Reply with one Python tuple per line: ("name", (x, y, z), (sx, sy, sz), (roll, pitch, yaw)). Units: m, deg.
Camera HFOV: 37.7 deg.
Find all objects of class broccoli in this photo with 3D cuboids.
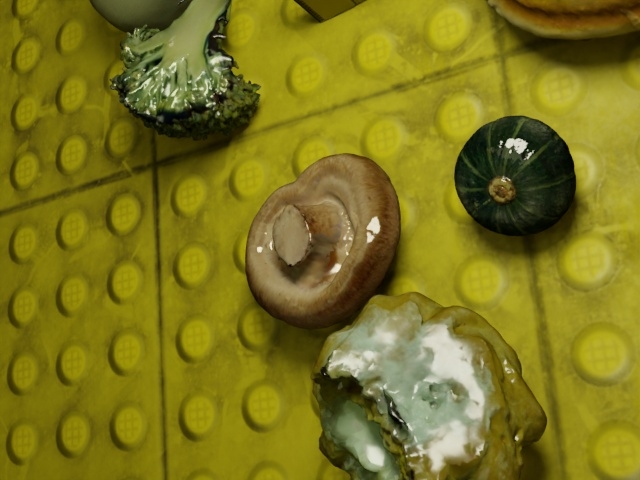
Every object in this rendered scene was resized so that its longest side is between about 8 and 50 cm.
("broccoli", (-0.211, -0.278, 1.603), (0.243, 0.180, 0.273), (17, 68, 20))

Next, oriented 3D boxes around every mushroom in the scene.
("mushroom", (0.000, 0.000, 1.411), (0.278, 0.146, 0.278), (-17, 61, 33))

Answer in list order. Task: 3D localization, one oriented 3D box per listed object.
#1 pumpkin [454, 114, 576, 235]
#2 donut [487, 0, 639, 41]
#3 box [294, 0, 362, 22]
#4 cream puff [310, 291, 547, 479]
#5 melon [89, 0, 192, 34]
("pumpkin", (0.264, -0.088, 1.279), (0.167, 0.167, 0.125), (0, 35, 31))
("donut", (0.397, -0.473, 1.255), (0.449, 0.198, 0.448), (-9, 71, 29))
("box", (0.075, -0.444, 1.465), (0.279, 0.153, 0.041), (-21, 68, 25))
("cream puff", (0.142, 0.238, 1.238), (0.274, 0.269, 0.323), (-26, 62, -14))
("melon", (-0.286, -0.511, 1.641), (0.272, 0.272, 0.307), (31, 124, 33))
